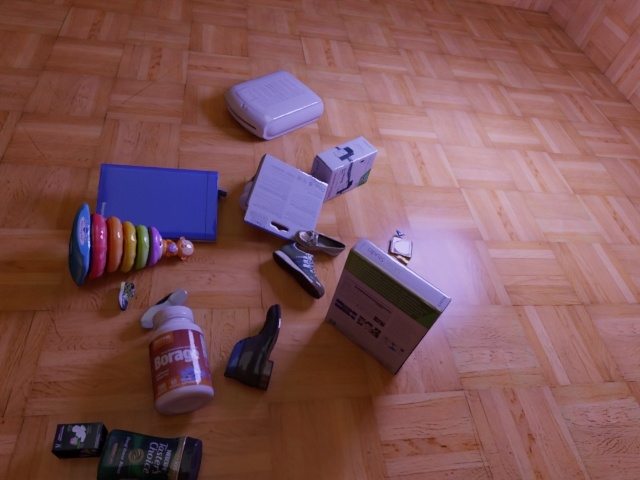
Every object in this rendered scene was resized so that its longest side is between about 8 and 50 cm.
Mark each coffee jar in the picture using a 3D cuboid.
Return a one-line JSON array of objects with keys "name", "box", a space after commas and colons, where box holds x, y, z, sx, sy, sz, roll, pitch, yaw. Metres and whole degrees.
[{"name": "coffee jar", "box": [-0.328, 0.429, 0.895, 0.184, 0.079, 0.096, 9, 49, -8]}]

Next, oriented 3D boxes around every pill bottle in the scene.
[{"name": "pill bottle", "box": [-0.179, -0.160, 1.418, 0.094, 0.094, 0.169, 26, 49, 8]}, {"name": "pill bottle", "box": [-0.314, 0.259, 1.013, 0.121, 0.121, 0.216, -8, 53, -20]}]

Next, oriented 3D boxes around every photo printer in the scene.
[{"name": "photo printer", "box": [-0.181, -0.501, 1.695, 0.307, 0.107, 0.256, -32, 64, -33]}]

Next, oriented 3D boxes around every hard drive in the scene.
[{"name": "hard drive", "box": [-0.454, -0.104, 1.289, 0.318, 0.040, 0.210, 2, 74, -13]}]

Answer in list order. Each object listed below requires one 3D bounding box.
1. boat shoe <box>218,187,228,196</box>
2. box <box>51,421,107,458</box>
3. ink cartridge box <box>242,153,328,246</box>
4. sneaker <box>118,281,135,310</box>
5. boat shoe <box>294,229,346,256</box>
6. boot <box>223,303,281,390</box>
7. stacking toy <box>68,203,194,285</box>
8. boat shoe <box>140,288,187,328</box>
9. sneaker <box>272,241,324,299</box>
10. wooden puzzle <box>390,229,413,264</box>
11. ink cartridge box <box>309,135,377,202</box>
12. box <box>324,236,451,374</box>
[{"name": "boat shoe", "box": [-0.385, -0.137, 1.384, 0.206, 0.075, 0.065, 3, 92, -18]}, {"name": "box", "box": [-0.471, 0.393, 0.900, 0.083, 0.062, 0.052, 3, 52, -12]}, {"name": "ink cartridge box", "box": [-0.105, -0.111, 1.360, 0.223, 0.045, 0.224, 25, 69, -22]}, {"name": "sneaker", "box": [-0.479, 0.136, 1.135, 0.035, 0.031, 0.083, -2, 51, -16]}, {"name": "boat shoe", "box": [0.000, 0.002, 1.331, 0.153, 0.048, 0.056, 24, 58, -18]}, {"name": "boot", "box": [-0.157, 0.240, 1.097, 0.106, 0.082, 0.219, 13, 51, -7]}, {"name": "stacking toy", "box": [-0.472, 0.018, 1.178, 0.301, 0.165, 0.175, 4, 64, -32]}, {"name": "boat shoe", "box": [-0.386, 0.171, 1.125, 0.049, 0.042, 0.133, 50, 53, -5]}, {"name": "sneaker", "box": [-0.041, 0.073, 1.275, 0.086, 0.064, 0.192, -36, 63, -30]}, {"name": "wooden puzzle", "box": [0.252, 0.022, 1.429, 0.078, 0.014, 0.116, 24, 49, 1]}, {"name": "ink cartridge box", "box": [0.071, -0.233, 1.506, 0.208, 0.153, 0.087, -28, 63, -31]}, {"name": "box", "box": [0.141, 0.164, 1.076, 0.232, 0.322, 0.058, 36, 55, 16]}]
